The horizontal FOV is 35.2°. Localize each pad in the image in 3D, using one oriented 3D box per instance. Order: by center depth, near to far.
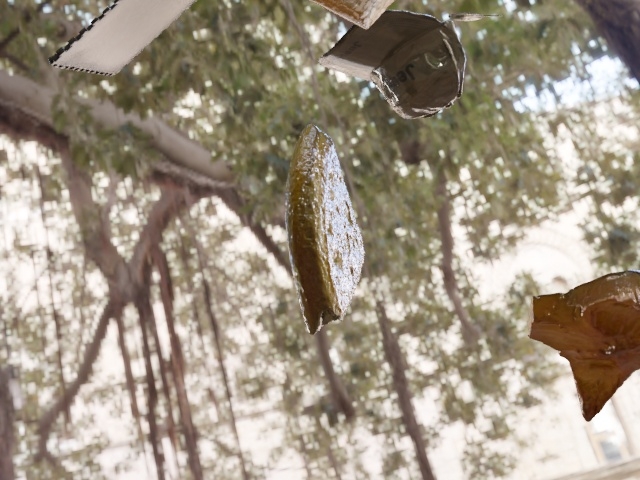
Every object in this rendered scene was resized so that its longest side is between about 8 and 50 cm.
[{"bbox_3d":[-0.240,-0.326,1.418,0.269,0.012,0.269,-39,0,11],"label":"pad"}]

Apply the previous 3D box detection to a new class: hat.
[{"bbox_3d":[0.131,-0.297,1.805,0.244,0.149,0.214,-12,-17,-39],"label":"hat"}]

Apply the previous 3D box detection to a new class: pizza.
[{"bbox_3d":[-0.010,-0.024,1.621,0.087,0.258,0.268,-9,-68,15],"label":"pizza"}]

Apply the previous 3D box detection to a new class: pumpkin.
[{"bbox_3d":[0.420,0.144,1.443,0.258,0.095,0.290,33,-40,-26],"label":"pumpkin"}]

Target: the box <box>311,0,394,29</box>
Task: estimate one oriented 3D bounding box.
[{"bbox_3d":[-0.012,-0.406,1.022,0.214,0.283,0.259,-43,-16,19],"label":"box"}]

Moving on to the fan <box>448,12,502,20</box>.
[{"bbox_3d":[0.229,-0.342,1.535,0.060,0.003,0.080,-2,4,-42],"label":"fan"}]
